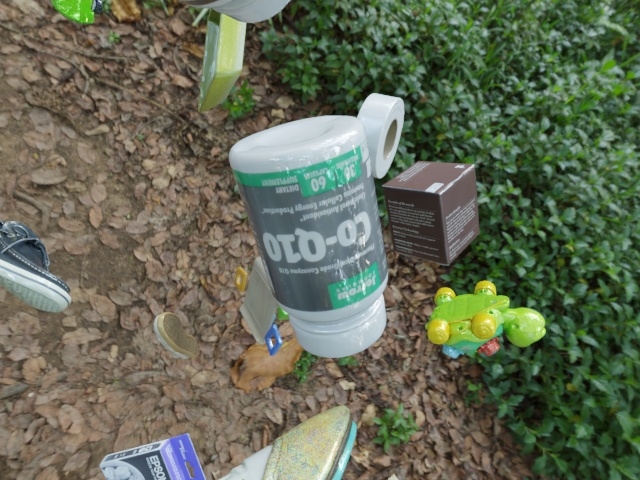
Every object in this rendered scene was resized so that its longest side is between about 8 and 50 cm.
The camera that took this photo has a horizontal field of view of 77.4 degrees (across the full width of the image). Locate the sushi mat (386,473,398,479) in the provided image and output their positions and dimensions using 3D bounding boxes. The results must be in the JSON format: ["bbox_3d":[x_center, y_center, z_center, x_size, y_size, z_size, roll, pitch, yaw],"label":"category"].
[{"bbox_3d":[0.245,0.827,1.090,0.152,0.019,0.316,-37,75,-9],"label":"sushi mat"}]

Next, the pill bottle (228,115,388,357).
[{"bbox_3d":[0.000,0.000,0.653,0.204,0.204,0.360,-30,122,-27],"label":"pill bottle"}]

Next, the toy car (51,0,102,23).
[{"bbox_3d":[-0.320,-0.407,0.521,0.239,0.053,0.224,-6,116,-57],"label":"toy car"}]

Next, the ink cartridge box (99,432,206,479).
[{"bbox_3d":[-0.397,0.594,0.982,0.209,0.045,0.206,-15,103,-1],"label":"ink cartridge box"}]

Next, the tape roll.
[{"bbox_3d":[0.204,-0.368,1.419,0.100,0.286,0.286,18,62,20],"label":"tape roll"}]

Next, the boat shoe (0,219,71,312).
[{"bbox_3d":[-0.824,0.034,1.067,0.501,0.186,0.156,22,55,25],"label":"boat shoe"}]

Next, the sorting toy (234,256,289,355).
[{"bbox_3d":[-0.165,0.172,1.166,0.047,0.195,0.347,6,26,-36],"label":"sorting toy"}]

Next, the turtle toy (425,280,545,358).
[{"bbox_3d":[0.187,0.097,0.465,0.066,0.130,0.095,66,31,-16],"label":"turtle toy"}]

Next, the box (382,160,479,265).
[{"bbox_3d":[0.286,-0.075,1.023,0.169,0.167,0.203,-35,123,-32],"label":"box"}]

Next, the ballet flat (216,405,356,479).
[{"bbox_3d":[-0.076,0.263,0.297,0.123,0.123,0.348,36,48,-6],"label":"ballet flat"}]

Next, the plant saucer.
[{"bbox_3d":[-0.165,-0.329,0.679,0.045,0.188,0.187,6,87,-24],"label":"plant saucer"}]

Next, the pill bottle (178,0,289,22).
[{"bbox_3d":[-0.131,-0.298,0.324,0.161,0.161,0.283,60,27,7],"label":"pill bottle"}]

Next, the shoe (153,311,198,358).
[{"bbox_3d":[-0.348,0.233,0.937,0.059,0.219,0.076,-10,56,-2],"label":"shoe"}]
